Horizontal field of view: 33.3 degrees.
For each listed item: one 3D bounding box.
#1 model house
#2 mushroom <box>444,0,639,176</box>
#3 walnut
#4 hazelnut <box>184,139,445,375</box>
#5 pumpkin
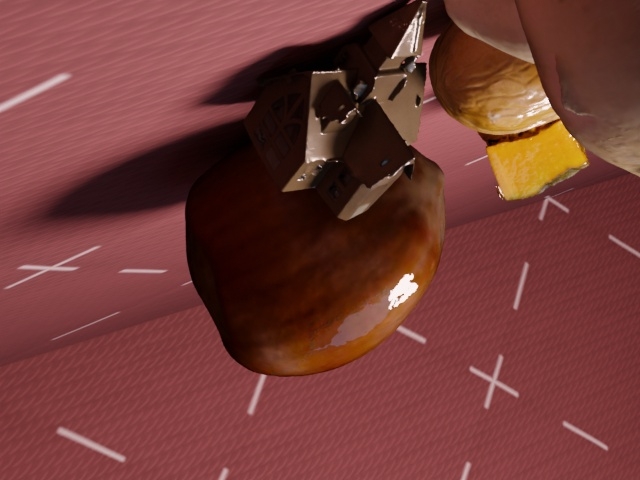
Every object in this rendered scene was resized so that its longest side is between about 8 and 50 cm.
[{"bbox_3d":[0.058,-0.159,1.172,0.180,0.176,0.248,-14,153,-39],"label":"model house"},{"bbox_3d":[0.263,-0.221,0.809,0.315,0.356,0.315,-7,135,-7],"label":"mushroom"},{"bbox_3d":[0.222,-0.203,1.205,0.197,0.165,0.165,-24,172,4],"label":"walnut"},{"bbox_3d":[-0.008,0.004,1.419,0.365,0.366,0.366,-20,172,-3],"label":"hazelnut"},{"bbox_3d":[0.280,-0.163,1.503,0.139,0.190,0.280,-22,171,18],"label":"pumpkin"}]
